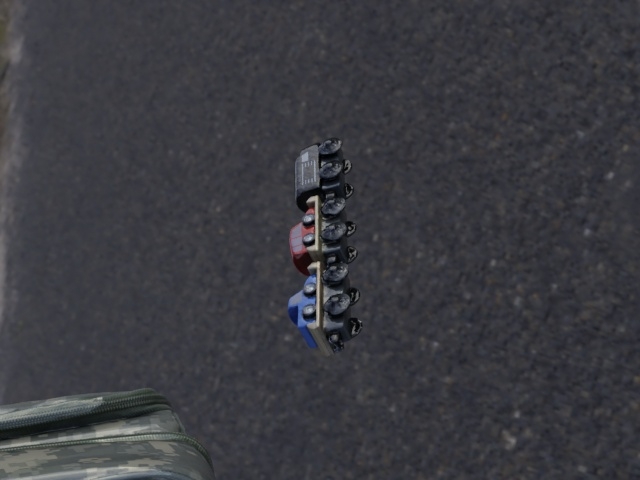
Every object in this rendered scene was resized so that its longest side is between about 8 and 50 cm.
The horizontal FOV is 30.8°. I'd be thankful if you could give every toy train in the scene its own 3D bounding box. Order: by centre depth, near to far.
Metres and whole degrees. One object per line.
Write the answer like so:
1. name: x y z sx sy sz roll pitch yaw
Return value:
1. toy train: 0.000 0.000 0.627 0.036 0.027 0.158 -15 41 12

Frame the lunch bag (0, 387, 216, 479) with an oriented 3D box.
1. lunch bag: -0.210 0.211 0.735 0.256 0.305 0.213 -149 52 -77
